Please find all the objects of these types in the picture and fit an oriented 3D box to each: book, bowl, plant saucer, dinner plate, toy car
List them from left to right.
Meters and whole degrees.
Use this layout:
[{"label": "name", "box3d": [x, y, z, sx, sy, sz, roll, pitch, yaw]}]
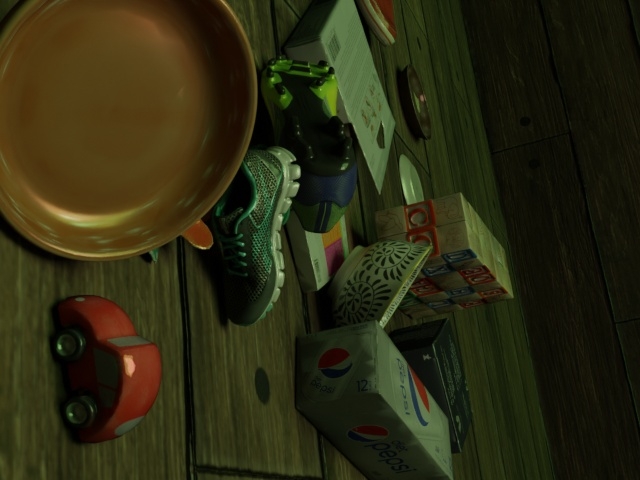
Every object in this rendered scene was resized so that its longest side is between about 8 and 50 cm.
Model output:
[{"label": "plant saucer", "box3d": [-0.131, -0.084, 0.572, 0.200, 0.037, 0.199, -22, 126, -34]}, {"label": "toy car", "box3d": [-0.107, 0.176, 0.588, 0.225, 0.053, 0.239, 55, 28, -47]}, {"label": "book", "box3d": [0.000, 0.000, 1.073, 0.144, 0.035, 0.096, -32, 111, -71]}, {"label": "bowl", "box3d": [0.060, 0.057, 1.086, 0.170, 0.080, 0.170, -56, 171, -13]}, {"label": "dinner plate", "box3d": [0.180, -0.100, 1.707, 0.141, 0.017, 0.141, -12, 90, -73]}, {"label": "plant saucer", "box3d": [0.200, -0.292, 1.882, 0.168, 0.029, 0.168, -13, 90, -71]}]

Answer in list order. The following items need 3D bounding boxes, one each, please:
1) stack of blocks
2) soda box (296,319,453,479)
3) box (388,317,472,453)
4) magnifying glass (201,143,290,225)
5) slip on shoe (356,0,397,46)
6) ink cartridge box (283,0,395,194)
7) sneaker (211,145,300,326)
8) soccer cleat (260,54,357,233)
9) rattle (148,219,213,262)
[{"label": "stack of blocks", "box3d": [0.175, 0.033, 1.346, 0.297, 0.171, 0.087, 37, 43, -61]}, {"label": "soda box", "box3d": [0.071, 0.203, 1.033, 0.286, 0.098, 0.091, 54, 29, -48]}, {"label": "box", "box3d": [0.151, 0.211, 1.269, 0.158, 0.093, 0.155, -30, 106, -72]}, {"label": "magnifying glass", "box3d": [-0.076, -0.048, 0.889, 0.231, 0.026, 0.092, -29, 105, -71]}, {"label": "slip on shoe", "box3d": [0.103, -0.524, 1.645, 0.123, 0.101, 0.331, 22, 58, -70]}, {"label": "ink cartridge box", "box3d": [0.038, -0.222, 1.300, 0.275, 0.060, 0.238, -72, 145, -59]}, {"label": "sneaker", "box3d": [-0.071, -0.006, 0.790, 0.076, 0.065, 0.166, 7, 91, -55]}, {"label": "soccer cleat", "box3d": [-0.020, -0.118, 1.001, 0.289, 0.094, 0.121, -103, -163, -54]}, {"label": "rattle", "box3d": [-0.152, -0.092, 0.688, 0.130, 0.143, 0.199, -53, 152, -27]}]
